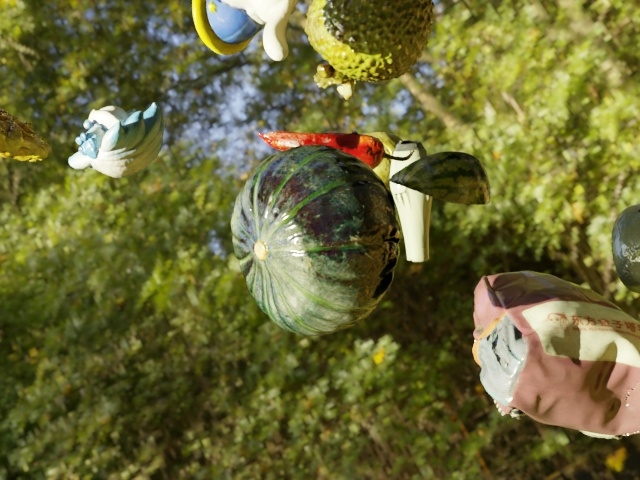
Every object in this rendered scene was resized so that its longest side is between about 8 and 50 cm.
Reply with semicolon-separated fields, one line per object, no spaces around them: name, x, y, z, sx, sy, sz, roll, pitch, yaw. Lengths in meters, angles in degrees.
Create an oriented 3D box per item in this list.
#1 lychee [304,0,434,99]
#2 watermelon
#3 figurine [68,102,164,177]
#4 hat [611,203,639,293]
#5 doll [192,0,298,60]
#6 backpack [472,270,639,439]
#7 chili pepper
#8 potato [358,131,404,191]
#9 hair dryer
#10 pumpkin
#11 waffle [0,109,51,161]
lychee;0.101;-0.459;2.247;0.320;0.270;0.270;-56;-19;3
watermelon;0.192;-0.093;1.492;0.163;0.087;0.069;4;-76;-37
figurine;-0.206;-0.111;1.105;0.114;0.079;0.114;-38;2;2
hat;0.520;0.013;1.619;0.130;0.257;0.257;-8;-7;25
doll;-0.132;-0.491;1.959;0.159;0.311;0.242;26;-13;-30
backpack;0.348;0.160;1.576;0.283;0.317;0.197;13;-73;-16
chili pepper;0.029;-0.154;1.740;0.268;0.050;0.059;8;-70;-14
potato;0.077;-0.159;2.284;0.228;0.148;0.197;-9;-13;-16
hair dryer;0.209;-0.064;1.964;0.225;0.219;0.088;13;-3;-42
pumpkin;0.000;0.000;1.380;0.250;0.250;0.216;-38;-29;30
waffle;-0.469;-0.167;1.369;0.051;0.291;0.291;-62;-20;2
